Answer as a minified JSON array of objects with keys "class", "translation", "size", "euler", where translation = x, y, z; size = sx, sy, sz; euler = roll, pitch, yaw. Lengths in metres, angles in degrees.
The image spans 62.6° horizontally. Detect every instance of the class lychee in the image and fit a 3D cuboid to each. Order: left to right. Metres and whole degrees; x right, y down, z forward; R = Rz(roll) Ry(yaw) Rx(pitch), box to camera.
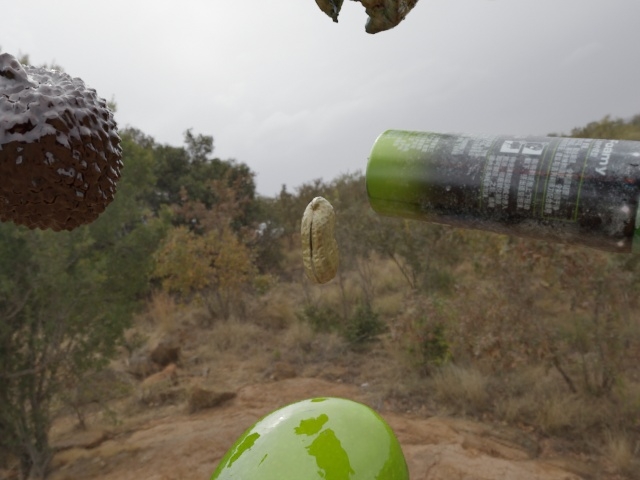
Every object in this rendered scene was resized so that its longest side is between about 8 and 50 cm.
[{"class":"lychee","translation":[-0.520,-0.173,0.966],"size":[0.306,0.330,0.306],"euler":[1,36,-1]}]

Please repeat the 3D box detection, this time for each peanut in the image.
[{"class":"peanut","translation":[0.000,0.000,1.046],"size":[0.080,0.174,0.080],"euler":[-2,10,0]}]

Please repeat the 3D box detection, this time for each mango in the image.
[{"class":"mango","translation":[-0.038,0.291,0.499],"size":[0.343,0.192,0.156],"euler":[-43,-15,-48]}]

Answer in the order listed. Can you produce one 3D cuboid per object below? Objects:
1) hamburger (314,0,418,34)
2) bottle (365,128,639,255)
[{"class":"hamburger","translation":[0.086,-0.439,0.736],"size":[0.192,0.168,0.288],"euler":[-54,-12,-7]},{"class":"bottle","translation":[0.203,-0.044,0.460],"size":[0.330,0.093,0.093],"euler":[11,17,33]}]
